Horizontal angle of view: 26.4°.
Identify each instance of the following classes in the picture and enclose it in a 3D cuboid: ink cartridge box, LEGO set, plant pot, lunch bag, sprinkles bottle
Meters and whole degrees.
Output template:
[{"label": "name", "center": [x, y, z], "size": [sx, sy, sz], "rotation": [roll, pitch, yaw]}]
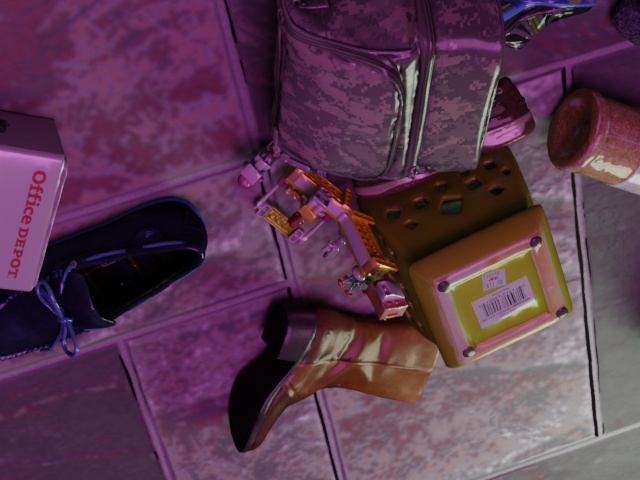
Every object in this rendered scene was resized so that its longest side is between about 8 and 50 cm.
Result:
[{"label": "ink cartridge box", "center": [-0.463, -0.060, 1.646], "size": [0.272, 0.114, 0.197], "rotation": [9, 118, -22]}, {"label": "LEGO set", "center": [0.000, 0.000, 1.805], "size": [0.107, 0.132, 0.287], "rotation": [-42, 88, 25]}, {"label": "plant pot", "center": [0.211, 0.029, 1.875], "size": [0.228, 0.207, 0.227], "rotation": [-25, 126, -3]}, {"label": "lunch bag", "center": [0.067, -0.210, 1.631], "size": [0.255, 0.213, 0.305], "rotation": [-4, 151, -5]}, {"label": "sprinkles bottle", "center": [0.492, -0.110, 1.929], "size": [0.355, 0.121, 0.121], "rotation": [15, 116, -26]}]

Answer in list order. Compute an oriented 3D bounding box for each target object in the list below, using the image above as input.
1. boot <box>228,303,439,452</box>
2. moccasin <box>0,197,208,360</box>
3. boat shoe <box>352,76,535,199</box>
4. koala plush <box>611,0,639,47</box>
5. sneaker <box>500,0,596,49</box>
[{"label": "boot", "center": [0.021, 0.211, 2.026], "size": [0.280, 0.096, 0.264], "rotation": [8, 112, -32]}, {"label": "moccasin", "center": [-0.306, 0.056, 1.773], "size": [0.342, 0.117, 0.138], "rotation": [-33, 126, 5]}, {"label": "boat shoe", "center": [0.152, -0.143, 1.827], "size": [0.257, 0.095, 0.095], "rotation": [-24, 102, 0]}, {"label": "koala plush", "center": [0.488, -0.330, 1.721], "size": [0.203, 0.221, 0.196], "rotation": [-26, 126, -1]}, {"label": "sneaker", "center": [0.266, -0.295, 1.777], "size": [0.188, 0.067, 0.078], "rotation": [-19, 147, -8]}]
